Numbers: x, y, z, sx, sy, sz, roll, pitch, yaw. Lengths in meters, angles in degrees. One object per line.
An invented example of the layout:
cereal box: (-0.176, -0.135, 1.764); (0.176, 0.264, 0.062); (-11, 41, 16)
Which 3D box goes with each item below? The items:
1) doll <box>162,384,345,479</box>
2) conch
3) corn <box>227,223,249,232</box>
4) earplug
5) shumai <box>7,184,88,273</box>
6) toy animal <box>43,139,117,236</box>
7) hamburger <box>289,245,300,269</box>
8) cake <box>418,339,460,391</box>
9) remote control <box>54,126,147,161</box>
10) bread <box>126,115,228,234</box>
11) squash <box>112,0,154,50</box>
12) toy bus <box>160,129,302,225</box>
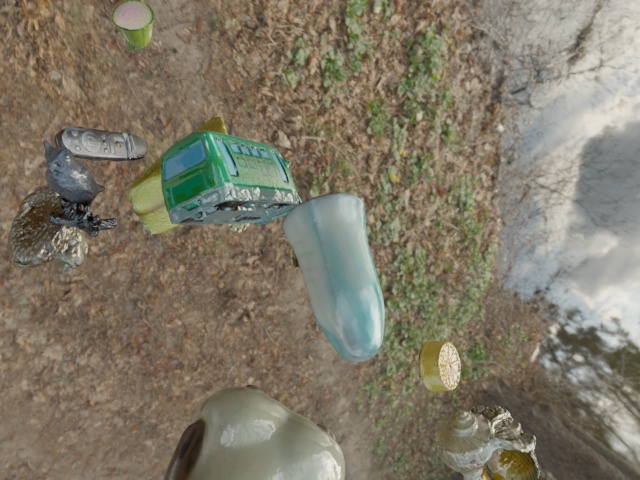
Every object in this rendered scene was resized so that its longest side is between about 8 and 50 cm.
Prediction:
doll: (-0.112, 0.337, 0.574); (0.215, 0.370, 0.226); (38, 120, -2)
conch: (0.327, 0.414, 0.955); (0.163, 0.178, 0.245); (-40, 119, -34)
corn: (-0.299, -0.094, 1.780); (0.087, 0.211, 0.087); (-3, 111, -8)
earplug: (0.048, 0.085, 0.994); (0.184, 0.324, 0.185); (-13, 153, -7)
shumai: (-0.767, -0.013, 1.387); (0.183, 0.218, 0.185); (-14, 160, -8)
toy animal: (-0.476, -0.116, 0.981); (0.117, 0.121, 0.210); (-59, 168, -46)
hamburger: (0.000, 0.000, 1.793); (0.262, 0.124, 0.131); (-32, 102, -35)
cake: (0.192, 0.203, 0.794); (0.044, 0.084, 0.084); (-14, 149, 37)
remote control: (-0.618, -0.267, 1.388); (0.265, 0.066, 0.090); (-7, 91, -56)
bread: (-0.428, -0.200, 1.561); (0.361, 0.245, 0.233); (-23, 131, -4)
squash: (-0.482, -0.543, 1.293); (0.105, 0.105, 0.132); (-22, 161, -17)
toy bus: (-0.211, -0.143, 1.181); (0.183, 0.200, 0.343); (-21, 172, 27)
